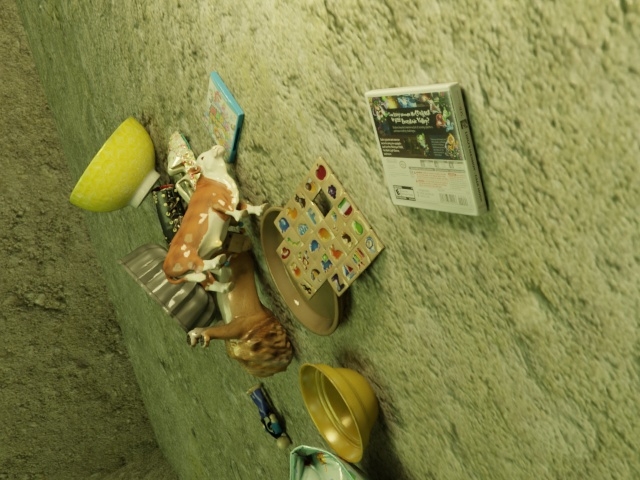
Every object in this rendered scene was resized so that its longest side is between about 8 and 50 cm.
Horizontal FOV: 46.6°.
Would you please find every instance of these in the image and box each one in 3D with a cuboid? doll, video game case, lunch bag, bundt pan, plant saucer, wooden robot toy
[{"bbox_3d":[-0.142,0.490,2.050,0.189,0.046,0.129,60,155,11],"label":"doll"},{"bbox_3d":[-0.205,-0.255,1.558,0.119,0.015,0.166,57,153,19],"label":"video game case"},{"bbox_3d":[0.044,0.537,1.519,0.262,0.160,0.223,49,-179,26],"label":"lunch bag"},{"bbox_3d":[-0.418,0.133,2.100,0.331,0.124,0.331,43,167,12],"label":"bundt pan"},{"bbox_3d":[-0.032,0.057,1.471,0.278,0.041,0.277,44,148,38],"label":"plant saucer"},{"bbox_3d":[-0.185,-0.007,1.646,0.076,0.079,0.173,25,97,39],"label":"wooden robot toy"},{"bbox_3d":[0.139,-0.124,1.007,0.190,0.022,0.173,14,125,60],"label":"video game case"}]

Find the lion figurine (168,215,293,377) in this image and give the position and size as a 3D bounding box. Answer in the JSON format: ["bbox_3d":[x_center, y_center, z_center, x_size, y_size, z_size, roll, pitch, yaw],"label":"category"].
[{"bbox_3d":[-0.196,0.128,1.709,0.142,0.240,0.392,-20,78,55],"label":"lion figurine"}]

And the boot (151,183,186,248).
[{"bbox_3d":[-0.385,-0.053,1.995,0.236,0.085,0.178,18,126,61],"label":"boot"}]

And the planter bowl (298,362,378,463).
[{"bbox_3d":[0.052,0.324,1.481,0.217,0.090,0.217,42,145,39],"label":"planter bowl"}]

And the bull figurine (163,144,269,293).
[{"bbox_3d":[-0.226,-0.041,1.563,0.188,0.101,0.310,21,90,35],"label":"bull figurine"}]

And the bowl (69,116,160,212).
[{"bbox_3d":[-0.532,-0.175,2.024,0.156,0.289,0.289,36,156,-10],"label":"bowl"}]

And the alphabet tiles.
[{"bbox_3d":[0.000,0.000,1.323,0.198,0.009,0.237,56,138,17],"label":"alphabet tiles"}]

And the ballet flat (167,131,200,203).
[{"bbox_3d":[-0.322,-0.159,1.795,0.241,0.077,0.091,58,154,17],"label":"ballet flat"}]
